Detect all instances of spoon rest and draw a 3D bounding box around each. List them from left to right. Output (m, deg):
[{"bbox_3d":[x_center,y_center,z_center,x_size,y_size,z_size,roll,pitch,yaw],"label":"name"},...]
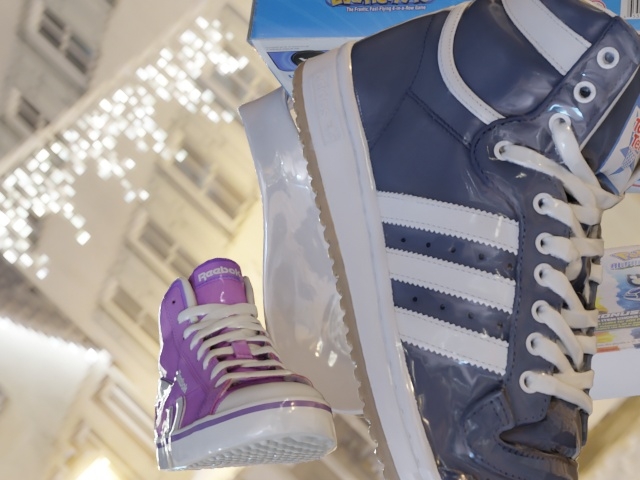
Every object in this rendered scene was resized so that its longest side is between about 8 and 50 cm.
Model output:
[{"bbox_3d":[0.000,0.000,1.108,0.137,0.276,0.084,-26,-19,8],"label":"spoon rest"}]

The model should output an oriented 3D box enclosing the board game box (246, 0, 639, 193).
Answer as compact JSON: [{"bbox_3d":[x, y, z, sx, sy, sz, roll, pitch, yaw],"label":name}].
[{"bbox_3d":[0.139,-0.127,1.106,0.302,0.308,0.086,49,-135,-66],"label":"board game box"}]

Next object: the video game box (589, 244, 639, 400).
[{"bbox_3d":[0.238,0.059,1.136,0.205,0.048,0.187,-7,20,4],"label":"video game box"}]

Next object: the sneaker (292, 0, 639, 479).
[{"bbox_3d":[0.092,0.014,0.590,0.153,0.282,0.099,-24,-26,18],"label":"sneaker"}]

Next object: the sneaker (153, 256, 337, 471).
[{"bbox_3d":[-0.070,0.086,1.054,0.102,0.161,0.282,2,-9,-22],"label":"sneaker"}]

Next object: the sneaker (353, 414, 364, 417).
[{"bbox_3d":[0.092,0.100,1.337,0.105,0.123,0.290,-4,-4,20],"label":"sneaker"}]
